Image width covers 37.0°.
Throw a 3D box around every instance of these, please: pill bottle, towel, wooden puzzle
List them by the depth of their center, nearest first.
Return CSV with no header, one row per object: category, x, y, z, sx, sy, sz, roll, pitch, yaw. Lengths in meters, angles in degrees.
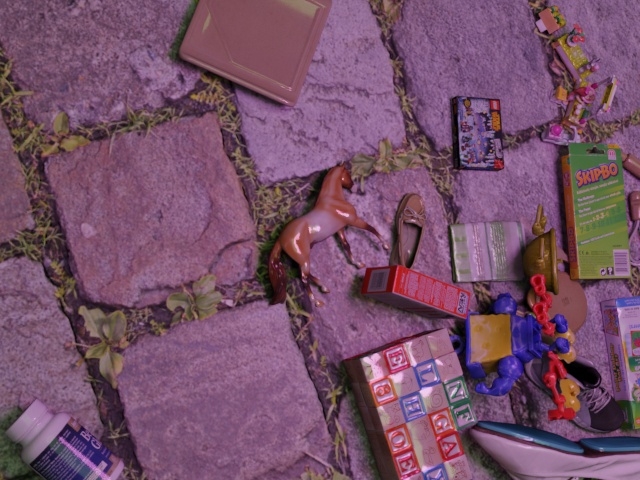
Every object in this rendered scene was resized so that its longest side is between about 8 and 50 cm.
pill bottle,-0.388,0.319,1.440,0.169,0.094,0.094,43,71,-8
wooden puzzle,-0.113,-0.371,1.675,0.221,0.044,0.238,23,70,-14
towel,0.310,0.021,1.767,0.152,0.023,0.113,-2,80,-17

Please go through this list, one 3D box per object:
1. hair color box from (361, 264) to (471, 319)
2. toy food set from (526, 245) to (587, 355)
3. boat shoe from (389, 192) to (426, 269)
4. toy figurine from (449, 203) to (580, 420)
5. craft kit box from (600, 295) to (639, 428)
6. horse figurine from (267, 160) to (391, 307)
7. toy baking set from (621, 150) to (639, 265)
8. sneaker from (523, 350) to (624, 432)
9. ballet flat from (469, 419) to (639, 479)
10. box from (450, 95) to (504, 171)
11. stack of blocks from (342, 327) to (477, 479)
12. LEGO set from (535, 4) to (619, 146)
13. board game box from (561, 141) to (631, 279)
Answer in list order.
hair color box,0.165,0.091,1.645,0.167,0.093,0.053,22,73,-30
toy food set,0.444,0.115,1.791,0.132,0.038,0.192,28,65,-19
boat shoe,0.161,-0.014,1.704,0.056,0.048,0.153,20,76,-15
toy figurine,0.311,0.137,1.660,0.191,0.217,0.362,44,41,-50
craft kit box,0.673,0.224,1.838,0.250,0.061,0.246,-4,80,-19
horse figurine,0.000,0.000,1.639,0.263,0.066,0.174,-38,102,-23
toy baking set,0.609,-0.062,1.876,0.256,0.030,0.196,30,79,-6
sneaker,0.482,0.275,1.722,0.229,0.132,0.086,36,72,-10
ballet flat,0.445,0.406,1.699,0.400,0.139,0.139,10,78,-20
box,0.294,-0.200,1.790,0.094,0.027,0.137,1,81,-20
stack of blocks,0.172,0.317,1.634,0.171,0.087,0.297,-17,87,-21
LEGO set,0.499,-0.324,1.837,0.132,0.107,0.287,4,80,-18
board game box,0.524,-0.056,1.816,0.124,0.039,0.259,0,85,-22
